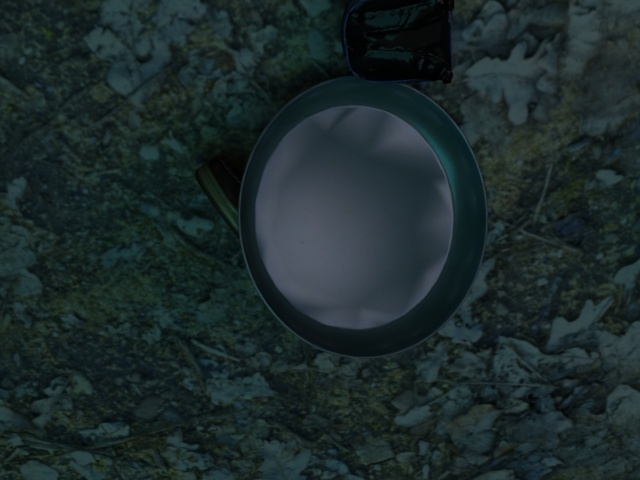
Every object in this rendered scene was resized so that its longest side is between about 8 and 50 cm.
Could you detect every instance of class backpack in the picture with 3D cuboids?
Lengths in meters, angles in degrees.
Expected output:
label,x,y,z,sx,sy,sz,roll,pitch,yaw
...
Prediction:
label,x,y,z,sx,sy,sz,roll,pitch,yaw
backpack,0.079,-0.222,0.853,0.114,0.084,0.105,-6,118,-2

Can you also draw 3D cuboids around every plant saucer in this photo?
label,x,y,z,sx,sy,sz,roll,pitch,yaw
plant saucer,0.050,-0.026,0.907,0.317,0.043,0.318,0,90,-24

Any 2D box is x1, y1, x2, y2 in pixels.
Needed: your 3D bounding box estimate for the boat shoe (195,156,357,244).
label,x,y,z,sx,sy,sz,roll,pitch,yaw
boat shoe,0.000,0.000,0.976,0.342,0.123,0.123,42,92,-17
